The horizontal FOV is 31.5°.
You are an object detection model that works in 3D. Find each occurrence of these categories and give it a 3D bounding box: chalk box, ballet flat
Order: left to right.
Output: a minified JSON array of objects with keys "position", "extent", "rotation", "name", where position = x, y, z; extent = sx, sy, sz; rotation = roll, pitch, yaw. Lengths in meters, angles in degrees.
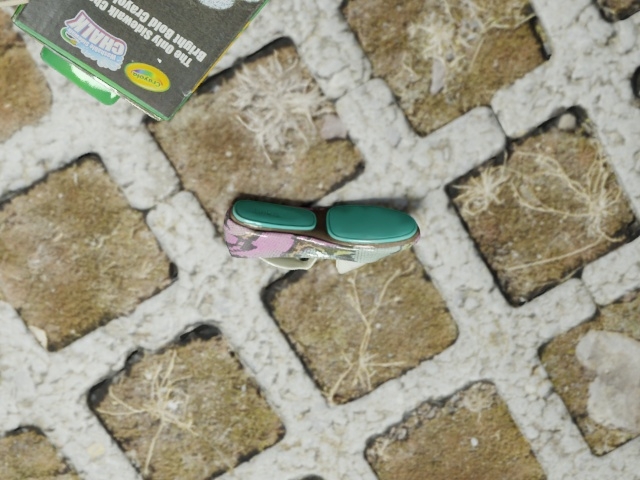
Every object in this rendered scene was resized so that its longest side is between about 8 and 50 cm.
[{"position":[-0.162,-0.255,1.093],"extent":[0.180,0.179,0.289],"rotation":[34,127,-18],"name":"chalk box"},{"position":[0.000,0.000,1.290],"extent":[0.222,0.077,0.079],"rotation":[3,128,-3],"name":"ballet flat"}]

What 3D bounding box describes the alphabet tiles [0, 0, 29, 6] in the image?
[{"position":[-0.361,-0.288,1.081],"extent":[0.237,0.198,0.009],"rotation":[-5,151,18],"name":"alphabet tiles"}]
